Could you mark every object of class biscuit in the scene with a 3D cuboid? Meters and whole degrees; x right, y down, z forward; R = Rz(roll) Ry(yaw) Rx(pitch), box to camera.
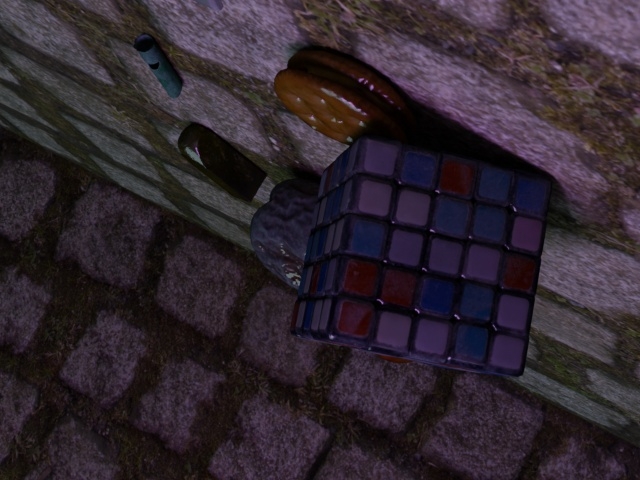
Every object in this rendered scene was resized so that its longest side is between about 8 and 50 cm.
[{"bbox_3d":[0.037,-0.193,1.232,0.220,0.066,0.220,28,170,6],"label":"biscuit"}]

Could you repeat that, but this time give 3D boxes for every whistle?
[{"bbox_3d":[-0.297,-0.320,1.583,0.039,0.039,0.186,26,169,15],"label":"whistle"}]

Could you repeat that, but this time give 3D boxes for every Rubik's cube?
[{"bbox_3d":[0.138,0.032,1.258,0.291,0.287,0.293,12,172,-12],"label":"Rubik's cube"}]

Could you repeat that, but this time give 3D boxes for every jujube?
[{"bbox_3d":[0.005,-0.007,1.793,0.308,0.215,0.246,27,146,28],"label":"jujube"}]

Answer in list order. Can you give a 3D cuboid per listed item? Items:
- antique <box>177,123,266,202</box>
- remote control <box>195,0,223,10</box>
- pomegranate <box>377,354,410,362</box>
[{"bbox_3d":[-0.234,-0.180,1.957,0.221,0.080,0.081,37,168,-38],"label":"antique"},{"bbox_3d":[-0.210,-0.366,1.165,0.166,0.029,0.065,27,170,13],"label":"remote control"},{"bbox_3d":[0.183,0.175,2.160,0.270,0.229,0.252,37,-179,19],"label":"pomegranate"}]
